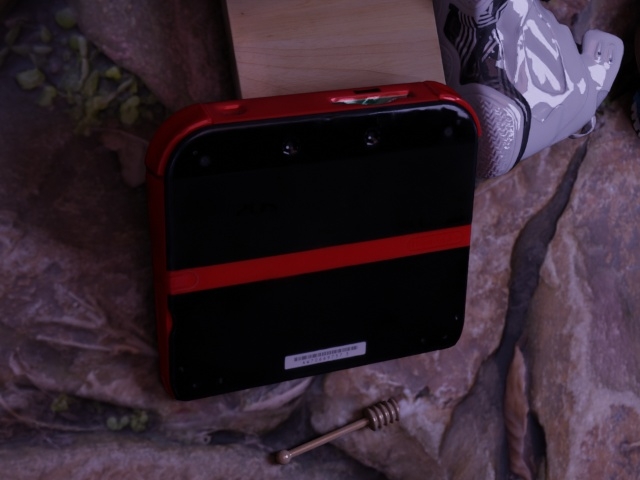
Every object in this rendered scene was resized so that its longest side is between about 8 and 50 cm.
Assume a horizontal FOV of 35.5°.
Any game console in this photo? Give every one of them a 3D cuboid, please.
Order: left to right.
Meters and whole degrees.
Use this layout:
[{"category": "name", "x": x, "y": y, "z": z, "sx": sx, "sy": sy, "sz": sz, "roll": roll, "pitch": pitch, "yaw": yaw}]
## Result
[{"category": "game console", "x": 0.000, "y": 0.000, "z": 1.139, "sx": 0.387, "sy": 0.060, "sz": 0.342, "roll": -9, "pitch": 118, "yaw": -20}]

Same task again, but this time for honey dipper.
[{"category": "honey dipper", "x": 0.020, "y": 0.231, "z": 1.201, "sx": 0.161, "sy": 0.030, "sz": 0.030, "roll": -19, "pitch": 92, "yaw": -18}]

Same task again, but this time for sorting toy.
[{"category": "sorting toy", "x": 0.013, "y": -0.192, "z": 1.200, "sx": 0.257, "sy": 0.089, "sz": 0.255, "roll": -8, "pitch": 89, "yaw": -20}]

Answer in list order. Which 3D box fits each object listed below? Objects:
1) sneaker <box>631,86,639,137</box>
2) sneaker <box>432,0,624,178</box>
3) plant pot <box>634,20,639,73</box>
[{"category": "sneaker", "x": 0.507, "y": -0.149, "z": 1.396, "sx": 0.190, "sy": 0.071, "sz": 0.083, "roll": 51, "pitch": 58, "yaw": -12}, {"category": "sneaker", "x": 0.251, "y": -0.275, "z": 1.253, "sx": 0.210, "sy": 0.137, "sz": 0.366, "roll": -17, "pitch": 107, "yaw": -23}, {"category": "plant pot", "x": 0.546, "y": -0.236, "z": 1.347, "sx": 0.237, "sy": 0.110, "sz": 0.237, "roll": 16, "pitch": 60, "yaw": -29}]
